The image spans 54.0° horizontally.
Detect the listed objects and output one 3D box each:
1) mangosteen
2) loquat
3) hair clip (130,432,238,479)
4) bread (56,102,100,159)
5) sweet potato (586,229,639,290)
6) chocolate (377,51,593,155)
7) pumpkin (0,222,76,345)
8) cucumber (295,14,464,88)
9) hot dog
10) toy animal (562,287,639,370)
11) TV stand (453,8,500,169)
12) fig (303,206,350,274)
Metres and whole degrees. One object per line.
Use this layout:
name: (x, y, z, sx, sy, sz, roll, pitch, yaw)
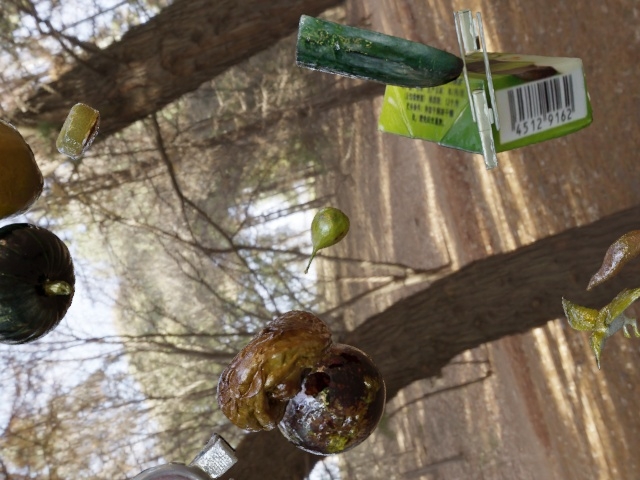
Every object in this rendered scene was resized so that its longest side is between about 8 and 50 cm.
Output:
mangosteen: (0.007, 0.248, 1.067, 0.217, 0.192, 0.192, -118, 4, -56)
loquat: (-0.731, -0.145, 1.300, 0.283, 0.276, 0.276, -22, -83, -42)
hair clip: (-0.197, 0.361, 0.845, 0.140, 0.220, 0.054, 48, 159, -6)
bread: (-0.648, -0.285, 1.682, 0.086, 0.156, 0.125, 26, -161, -24)
sweet potato: (0.768, 0.042, 1.625, 0.068, 0.226, 0.068, 44, -175, -5)
chocolate: (0.307, -0.270, 1.194, 0.288, 0.300, 0.137, 27, 128, 52)
pumpkin: (-0.603, 0.089, 1.281, 0.250, 0.216, 0.250, 1, -90, -74)
cucumber: (0.083, -0.251, 0.872, 0.115, 0.243, 0.063, -117, 37, -76)
hot dog: (-0.059, 0.163, 0.827, 0.099, 0.161, 0.227, 36, -168, 0)
toy animal: (0.526, 0.154, 1.123, 0.219, 0.095, 0.155, 130, 143, -69)
TV stand: (0.251, -0.236, 0.986, 0.036, 0.042, 0.249, -54, -48, -70)
fig: (-0.005, -0.012, 1.464, 0.093, 0.166, 0.093, 46, 167, 14)
